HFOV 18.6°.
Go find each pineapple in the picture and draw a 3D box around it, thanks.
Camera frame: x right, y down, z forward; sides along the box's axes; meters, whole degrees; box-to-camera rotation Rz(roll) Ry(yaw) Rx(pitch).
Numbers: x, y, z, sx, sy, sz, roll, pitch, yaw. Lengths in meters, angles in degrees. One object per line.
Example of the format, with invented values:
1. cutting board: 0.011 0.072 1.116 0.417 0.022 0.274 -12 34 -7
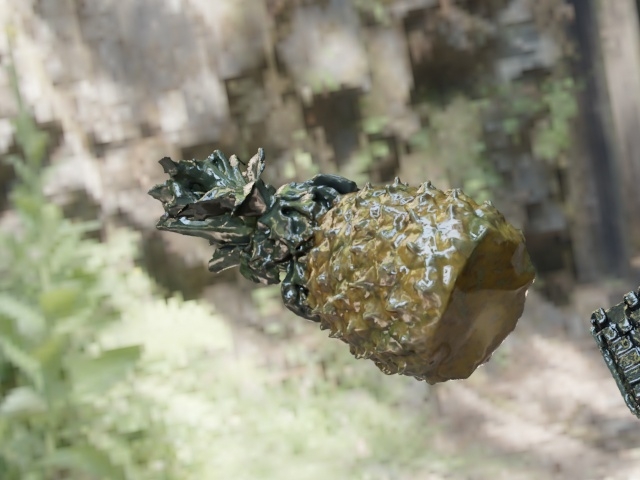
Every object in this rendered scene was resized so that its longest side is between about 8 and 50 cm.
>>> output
1. pineapple: 0.000 0.000 1.144 0.251 0.125 0.125 23 25 40

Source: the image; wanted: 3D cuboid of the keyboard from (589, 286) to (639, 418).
1. keyboard: 0.259 0.016 1.066 0.231 0.072 0.023 -29 -40 10
